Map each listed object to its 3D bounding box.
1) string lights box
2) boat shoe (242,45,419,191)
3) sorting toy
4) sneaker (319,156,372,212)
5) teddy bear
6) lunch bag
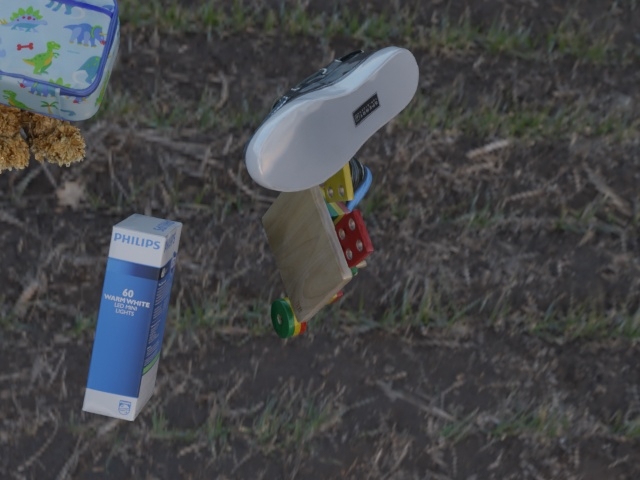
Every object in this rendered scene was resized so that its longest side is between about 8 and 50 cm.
[{"bbox_3d":[-0.258,0.103,1.591,0.077,0.133,0.259,11,99,2],"label":"string lights box"},{"bbox_3d":[-0.003,-0.117,1.030,0.076,0.080,0.228,12,41,38],"label":"boat shoe"},{"bbox_3d":[0.000,0.000,1.238,0.046,0.274,0.132,-11,70,-28],"label":"sorting toy"},{"bbox_3d":[0.006,-0.051,1.454,0.078,0.067,0.188,47,40,-17],"label":"sneaker"},{"bbox_3d":[-0.447,-0.246,1.628,0.245,0.113,0.338,4,63,-22],"label":"teddy bear"},{"bbox_3d":[-0.376,-0.261,1.483,0.219,0.090,0.176,14,63,-3],"label":"lunch bag"}]
